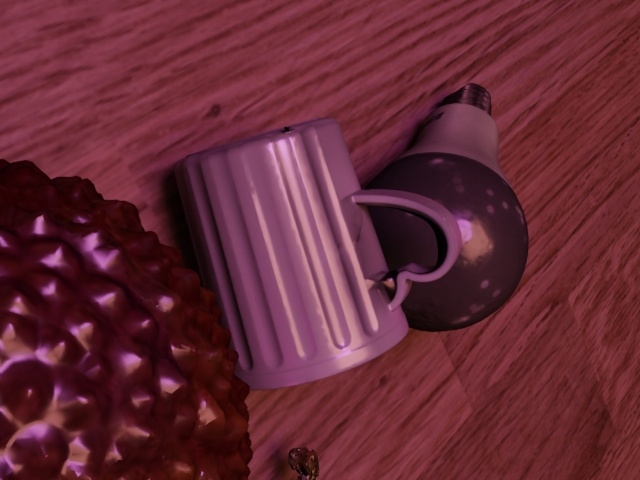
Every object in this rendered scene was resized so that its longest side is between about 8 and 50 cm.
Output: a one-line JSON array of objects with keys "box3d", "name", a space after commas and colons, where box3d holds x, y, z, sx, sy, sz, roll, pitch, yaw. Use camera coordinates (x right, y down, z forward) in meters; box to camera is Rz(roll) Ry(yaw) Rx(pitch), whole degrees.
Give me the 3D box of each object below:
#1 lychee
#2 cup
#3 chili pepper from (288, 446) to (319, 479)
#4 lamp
[{"box3d": [-0.187, 0.111, 0.457, 0.330, 0.306, 0.306, 43, 63, -26], "name": "lychee"}, {"box3d": [-0.005, -0.001, 0.681, 0.221, 0.167, 0.202, -17, 98, -6], "name": "cup"}, {"box3d": [-0.116, 0.326, 0.633, 0.387, 0.110, 0.110, -37, 112, -33], "name": "chili pepper"}, {"box3d": [0.120, -0.041, 0.836, 0.182, 0.182, 0.314, 47, 28, -29], "name": "lamp"}]
